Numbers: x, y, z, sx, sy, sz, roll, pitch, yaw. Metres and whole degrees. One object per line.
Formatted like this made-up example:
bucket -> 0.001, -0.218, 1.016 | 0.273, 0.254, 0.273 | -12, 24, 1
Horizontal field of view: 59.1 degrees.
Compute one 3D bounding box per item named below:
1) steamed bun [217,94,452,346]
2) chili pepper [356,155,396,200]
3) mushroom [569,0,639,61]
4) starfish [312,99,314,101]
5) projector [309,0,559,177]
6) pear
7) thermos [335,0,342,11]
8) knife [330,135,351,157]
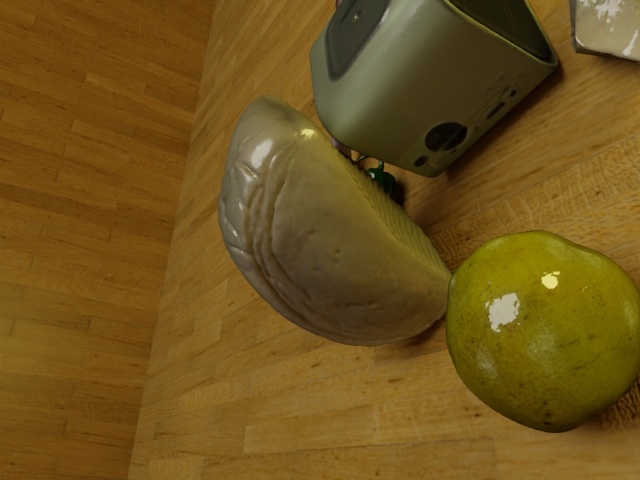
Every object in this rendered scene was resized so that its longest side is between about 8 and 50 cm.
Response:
steamed bun -> -0.005, 0.001, 0.804 | 0.236, 0.383, 0.247 | -43, 31, 10
chili pepper -> 0.081, -0.027, 1.015 | 0.100, 0.074, 0.257 | 31, 103, 62
mushroom -> 0.346, -0.306, 0.662 | 0.108, 0.096, 0.247 | 111, 173, -76
starfish -> 0.008, -0.374, 1.404 | 0.091, 0.028, 0.078 | -48, 30, 44
projector -> 0.152, -0.276, 0.835 | 0.249, 0.248, 0.248 | -46, 38, 41
pear -> 0.222, 0.088, 0.576 | 0.198, 0.198, 0.198 | -39, 42, 47
thermos -> 0.093, -0.459, 1.227 | 0.109, 0.136, 0.331 | -16, 57, 26
knife -> 0.036, -0.222, 1.157 | 0.038, 0.132, 0.399 | -15, 64, 26
